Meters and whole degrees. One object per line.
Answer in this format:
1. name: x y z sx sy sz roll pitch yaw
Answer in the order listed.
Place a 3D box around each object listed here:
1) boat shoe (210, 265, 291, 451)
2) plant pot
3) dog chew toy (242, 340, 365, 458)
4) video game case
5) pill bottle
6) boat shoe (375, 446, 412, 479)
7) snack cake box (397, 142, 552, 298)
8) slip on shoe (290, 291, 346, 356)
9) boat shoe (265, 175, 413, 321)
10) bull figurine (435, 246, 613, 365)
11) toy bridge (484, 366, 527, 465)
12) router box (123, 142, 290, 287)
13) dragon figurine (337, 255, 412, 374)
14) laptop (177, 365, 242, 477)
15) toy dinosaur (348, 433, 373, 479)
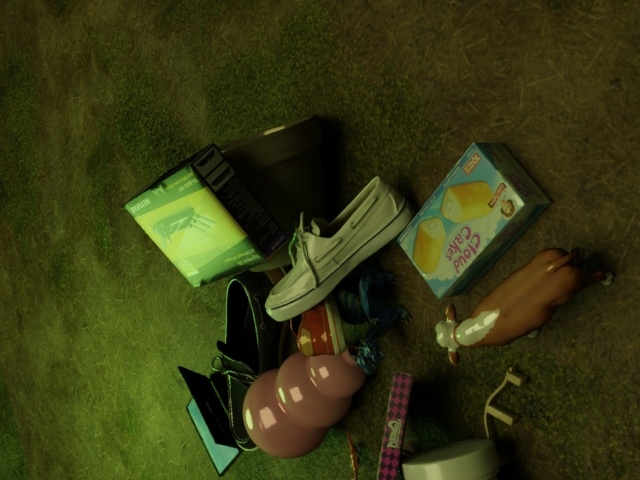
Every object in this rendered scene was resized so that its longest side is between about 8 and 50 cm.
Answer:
1. boat shoe: -0.176 0.288 1.956 0.186 0.156 0.500 25 114 41
2. plant pot: -0.117 -0.093 1.761 0.323 0.323 0.280 -8 105 48
3. dog chew toy: -0.026 0.337 1.769 0.332 0.206 0.207 -46 61 32
4. video game case: 0.139 0.382 1.546 0.041 0.210 0.232 9 73 7
5. pill bottle: 0.277 0.576 1.427 0.229 0.229 0.408 -21 80 47
6. boat shoe: 0.189 0.474 1.632 0.207 0.073 0.073 5 100 47
7. snack cake box: 0.274 -0.033 1.467 0.152 0.089 0.264 57 132 27
8. slip on shoe: -0.016 0.158 1.704 0.331 0.101 0.123 -112 10 -74
9. boat shoe: 0.002 0.002 1.609 0.367 0.156 0.136 -39 21 12
10. bull figurine: 0.333 0.108 1.344 0.310 0.188 0.101 -42 64 42
11. toy bridge: 0.336 0.320 1.487 0.063 0.026 0.188 25 113 45
12. router box: -0.239 -0.040 1.640 0.243 0.081 0.308 51 143 -14
13. dragon figurine: 0.093 0.124 1.644 0.085 0.144 0.289 -32 71 45
14. laptop: -0.321 0.488 2.148 0.136 0.264 0.234 -36 64 4
15. toy dinosaur: 0.071 0.487 1.766 0.047 0.090 0.082 -28 30 36
